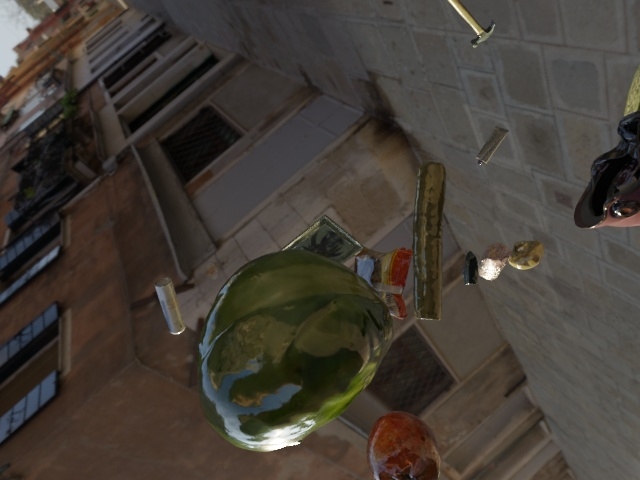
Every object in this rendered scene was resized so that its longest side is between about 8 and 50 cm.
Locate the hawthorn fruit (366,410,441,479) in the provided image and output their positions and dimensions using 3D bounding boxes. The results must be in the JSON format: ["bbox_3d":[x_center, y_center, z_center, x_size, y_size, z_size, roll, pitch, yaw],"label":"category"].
[{"bbox_3d":[0.185,0.471,0.993,0.173,0.173,0.173,49,178,3],"label":"hawthorn fruit"}]

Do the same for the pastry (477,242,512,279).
[{"bbox_3d":[0.733,0.097,1.880,0.103,0.112,0.265,28,169,18],"label":"pastry"}]

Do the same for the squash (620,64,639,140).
[{"bbox_3d":[0.982,-0.416,1.351,0.049,0.251,0.252,11,160,24],"label":"squash"}]

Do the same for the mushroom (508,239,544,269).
[{"bbox_3d":[0.850,0.055,1.813,0.112,0.148,0.148,57,175,-17],"label":"mushroom"}]

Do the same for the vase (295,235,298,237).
[{"bbox_3d":[0.000,0.000,1.724,0.212,0.059,0.060,2,-159,-24],"label":"vase"}]

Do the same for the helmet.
[{"bbox_3d":[0.834,-0.158,1.133,0.198,0.338,0.271,17,-145,10],"label":"helmet"}]

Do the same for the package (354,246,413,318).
[{"bbox_3d":[0.176,0.118,1.373,0.109,0.223,0.288,5,176,-30],"label":"package"}]

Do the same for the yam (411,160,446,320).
[{"bbox_3d":[0.255,-0.001,1.036,0.083,0.370,0.083,5,169,1],"label":"yam"}]

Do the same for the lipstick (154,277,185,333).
[{"bbox_3d":[-0.353,0.156,1.033,0.040,0.040,0.141,-135,34,-57],"label":"lipstick"}]

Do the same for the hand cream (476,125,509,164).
[{"bbox_3d":[0.774,-0.428,1.996,0.054,0.186,0.087,22,-163,-29],"label":"hand cream"}]

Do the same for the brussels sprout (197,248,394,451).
[{"bbox_3d":[-0.036,0.173,0.755,0.276,0.372,0.314,31,135,38],"label":"brussels sprout"}]

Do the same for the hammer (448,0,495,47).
[{"bbox_3d":[0.314,-0.478,0.931,0.182,0.062,0.017,15,-127,-45],"label":"hammer"}]

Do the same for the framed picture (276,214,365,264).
[{"bbox_3d":[-0.010,0.037,1.288,0.173,0.231,0.010,37,-151,-27],"label":"framed picture"}]

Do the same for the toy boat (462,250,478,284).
[{"bbox_3d":[0.627,0.114,1.832,0.060,0.055,0.141,179,92,-66],"label":"toy boat"}]
